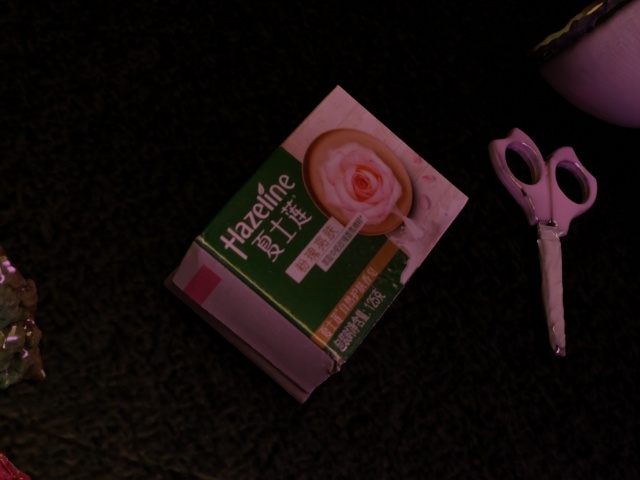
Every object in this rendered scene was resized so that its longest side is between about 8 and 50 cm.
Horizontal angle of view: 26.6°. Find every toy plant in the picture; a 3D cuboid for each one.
[{"bbox_3d":[0.365,-0.101,1.160,0.247,0.247,0.332,-39,92,-37],"label":"toy plant"}]

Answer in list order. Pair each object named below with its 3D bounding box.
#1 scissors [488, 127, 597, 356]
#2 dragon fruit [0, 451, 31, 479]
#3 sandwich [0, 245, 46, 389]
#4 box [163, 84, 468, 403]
[{"bbox_3d":[0.187,0.002,1.116,0.110,0.021,0.212,17,57,-23],"label":"scissors"},{"bbox_3d":[-0.218,0.171,0.772,0.153,0.111,0.153,0,91,2],"label":"dragon fruit"},{"bbox_3d":[-0.316,0.026,0.783,0.292,0.109,0.212,43,52,-1],"label":"sandwich"},{"bbox_3d":[0.000,0.000,0.984,0.135,0.081,0.199,40,50,-2],"label":"box"}]
